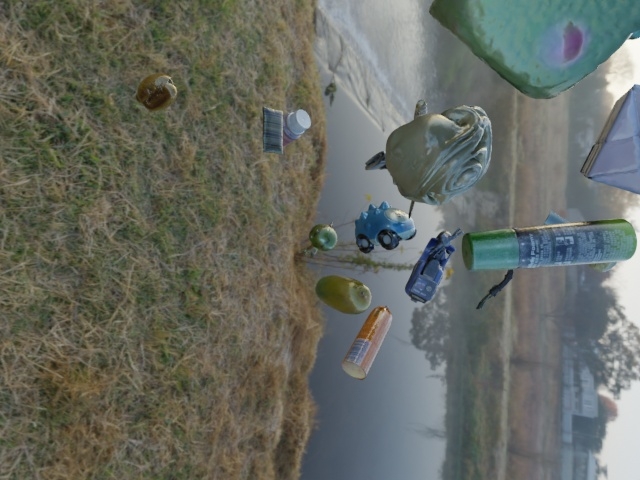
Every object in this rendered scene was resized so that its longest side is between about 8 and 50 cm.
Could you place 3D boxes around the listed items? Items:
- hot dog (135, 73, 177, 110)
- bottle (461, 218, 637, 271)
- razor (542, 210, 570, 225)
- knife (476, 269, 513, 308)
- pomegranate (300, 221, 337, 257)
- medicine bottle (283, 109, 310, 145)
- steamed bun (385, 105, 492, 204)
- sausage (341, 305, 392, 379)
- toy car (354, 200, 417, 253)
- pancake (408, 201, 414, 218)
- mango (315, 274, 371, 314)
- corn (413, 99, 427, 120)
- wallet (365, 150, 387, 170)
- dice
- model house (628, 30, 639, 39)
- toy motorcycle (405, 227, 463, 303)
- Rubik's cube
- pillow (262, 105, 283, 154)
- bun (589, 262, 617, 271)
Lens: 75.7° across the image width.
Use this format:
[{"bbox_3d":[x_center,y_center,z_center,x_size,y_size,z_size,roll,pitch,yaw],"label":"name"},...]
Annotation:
[{"bbox_3d":[-0.456,-0.405,1.140,0.090,0.140,0.060,49,30,-27],"label":"hot dog"},{"bbox_3d":[0.482,0.011,0.890,0.093,0.329,0.093,-5,90,-85],"label":"bottle"},{"bbox_3d":[0.914,-0.054,1.674,0.068,0.106,0.232,-57,176,-1],"label":"razor"},{"bbox_3d":[0.704,0.195,1.649,0.222,0.045,0.021,-53,161,2],"label":"knife"},{"bbox_3d":[-0.010,0.000,2.211,0.156,0.220,0.156,45,23,-25],"label":"pomegranate"},{"bbox_3d":[-0.169,-0.580,2.134,0.147,0.247,0.147,15,69,-42],"label":"medicine bottle"},{"bbox_3d":[0.359,-0.217,1.221,0.324,0.309,0.220,74,-1,-63],"label":"steamed bun"},{"bbox_3d":[0.179,0.338,1.454,0.312,0.092,0.093,-51,135,-43],"label":"sausage"},{"bbox_3d":[0.254,-0.062,1.682,0.188,0.255,0.190,-22,99,-43],"label":"toy car"},{"bbox_3d":[0.341,-0.133,1.534,0.115,0.011,0.115,14,90,-81],"label":"pancake"},{"bbox_3d":[0.058,0.152,1.171,0.130,0.194,0.092,40,69,-25],"label":"mango"},{"bbox_3d":[0.531,-0.647,2.199,0.237,0.079,0.080,70,32,-59],"label":"corn"},{"bbox_3d":[0.324,-0.350,1.845,0.230,0.170,0.070,-5,84,-29],"label":"wallet"},{"bbox_3d":[0.429,-0.496,0.798,0.318,0.330,0.322,36,33,-6],"label":"dice"},{"bbox_3d":[0.753,-0.681,1.081,0.261,0.226,0.241,45,6,-24],"label":"model house"},{"bbox_3d":[0.462,0.095,1.678,0.359,0.125,0.213,-60,170,-19],"label":"toy motorcycle"},{"bbox_3d":[0.798,-0.222,0.990,0.224,0.231,0.222,-17,128,-59],"label":"Rubik's cube"},{"bbox_3d":[-0.217,-0.497,1.876,0.113,0.038,0.204,-1,93,-40],"label":"pillow"},{"bbox_3d":[0.850,0.053,1.248,0.054,0.086,0.086,29,57,-13],"label":"bun"}]
